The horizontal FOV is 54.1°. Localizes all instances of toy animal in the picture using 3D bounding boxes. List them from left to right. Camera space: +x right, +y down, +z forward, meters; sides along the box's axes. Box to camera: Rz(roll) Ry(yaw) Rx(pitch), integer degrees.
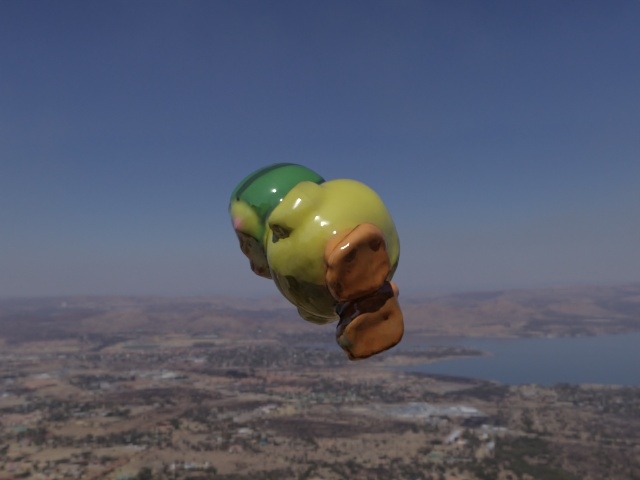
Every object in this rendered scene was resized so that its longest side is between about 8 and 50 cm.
[{"bbox_3d":[0.002,-0.002,0.895,0.191,0.216,0.338,-30,35,-20],"label":"toy animal"}]
